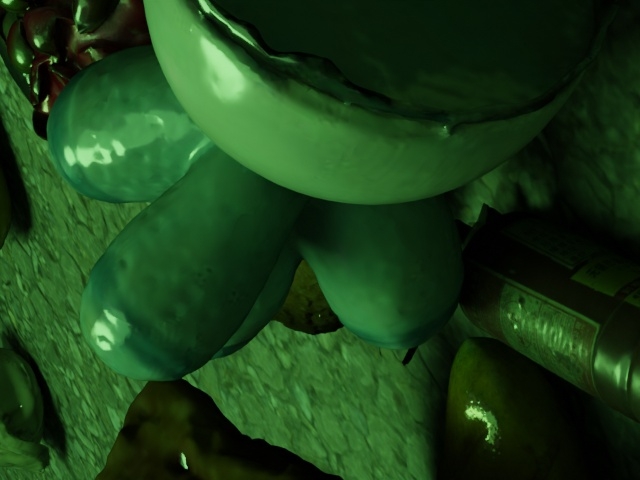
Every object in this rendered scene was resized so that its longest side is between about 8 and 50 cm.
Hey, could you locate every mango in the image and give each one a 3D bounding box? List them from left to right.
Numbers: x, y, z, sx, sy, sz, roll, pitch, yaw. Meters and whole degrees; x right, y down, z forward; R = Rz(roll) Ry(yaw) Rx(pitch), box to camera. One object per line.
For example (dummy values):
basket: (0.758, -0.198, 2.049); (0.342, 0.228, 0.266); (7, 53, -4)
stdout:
mango: (0.120, 0.140, 1.204); (0.115, 0.089, 0.165); (-127, 28, -44)

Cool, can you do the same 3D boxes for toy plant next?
toy plant: (-0.021, -0.045, 1.033); (0.247, 0.247, 0.332); (53, 141, 22)

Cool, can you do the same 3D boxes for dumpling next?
dumpling: (-0.354, 0.189, 2.167); (0.136, 0.118, 0.199); (40, 168, 45)

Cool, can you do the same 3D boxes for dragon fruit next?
dragon fruit: (-0.110, -0.173, 1.203); (0.218, 0.198, 0.272); (-20, 98, 40)

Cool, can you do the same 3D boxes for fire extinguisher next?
fire extinguisher: (0.113, 0.039, 1.086); (0.252, 0.106, 0.075); (30, 159, 50)

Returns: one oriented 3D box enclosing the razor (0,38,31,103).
razor: (-0.229, -0.153, 1.589); (0.090, 0.054, 0.148); (61, 180, -42)

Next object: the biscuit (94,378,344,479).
biscuit: (0.050, 0.274, 1.226); (0.342, 0.166, 0.395); (43, 172, -37)

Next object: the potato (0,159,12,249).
potato: (-0.376, -0.036, 1.935); (0.203, 0.178, 0.158); (-21, 111, 48)

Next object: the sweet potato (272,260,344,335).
sweet potato: (0.001, 0.003, 1.300); (0.341, 0.092, 0.114); (144, 123, -65)
